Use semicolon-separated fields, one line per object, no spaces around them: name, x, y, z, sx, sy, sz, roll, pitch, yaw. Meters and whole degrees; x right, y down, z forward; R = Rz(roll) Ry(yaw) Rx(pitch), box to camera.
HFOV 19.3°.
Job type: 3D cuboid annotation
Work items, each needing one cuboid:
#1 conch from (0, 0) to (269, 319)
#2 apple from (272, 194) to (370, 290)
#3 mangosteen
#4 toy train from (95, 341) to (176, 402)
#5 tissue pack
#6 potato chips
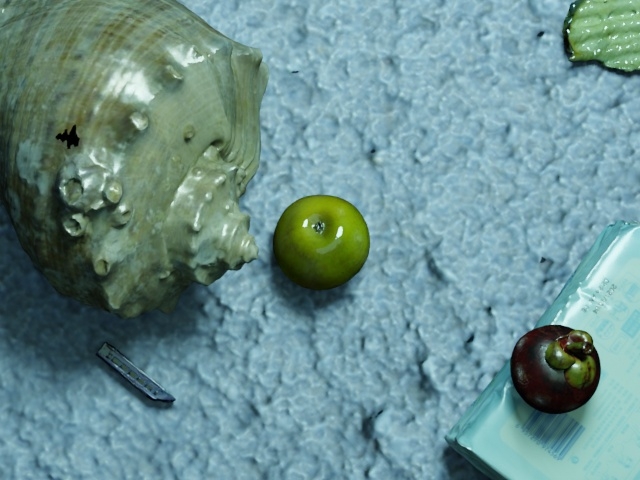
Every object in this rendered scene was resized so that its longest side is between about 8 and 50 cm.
conch;-0.181;-0.110;1.645;0.352;0.210;0.297;40;66;-3
apple;0.000;0.000;1.712;0.090;0.074;0.089;-2;67;6
mangosteen;0.203;0.109;1.637;0.081;0.081;0.081;1;84;-7
toy train;-0.167;0.123;1.706;0.083;0.017;0.017;39;83;-1
tissue pack;0.261;0.134;1.723;0.177;0.089;0.263;39;78;-2
potato chips;0.331;-0.207;1.797;0.208;0.028;0.092;-2;86;-5
